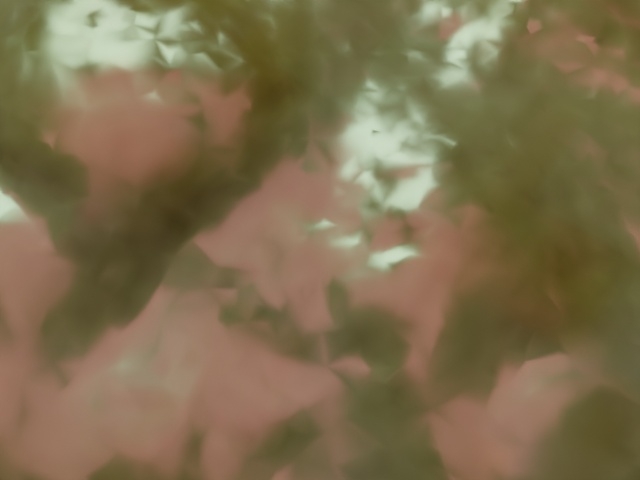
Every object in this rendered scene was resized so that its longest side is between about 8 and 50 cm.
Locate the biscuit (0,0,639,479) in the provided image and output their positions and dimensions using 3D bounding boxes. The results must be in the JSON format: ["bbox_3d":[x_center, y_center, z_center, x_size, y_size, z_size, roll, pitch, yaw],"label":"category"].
[{"bbox_3d":[-0.046,0.028,0.397,0.446,0.104,0.429,35,82,7],"label":"biscuit"}]
